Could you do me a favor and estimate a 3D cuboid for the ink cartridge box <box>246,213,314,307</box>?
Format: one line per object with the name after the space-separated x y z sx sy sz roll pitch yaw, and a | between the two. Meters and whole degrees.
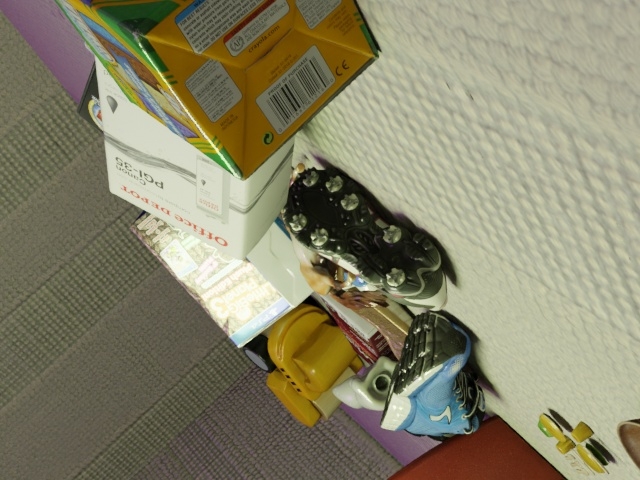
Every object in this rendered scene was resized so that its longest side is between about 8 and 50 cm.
-0.043 0.023 1.691 0.134 0.078 0.231 48 -169 0 | ink cartridge box

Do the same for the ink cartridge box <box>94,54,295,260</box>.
-0.141 -0.130 1.173 0.207 0.117 0.283 28 147 11 | ink cartridge box

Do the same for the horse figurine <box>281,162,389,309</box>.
0.000 0.000 1.459 0.263 0.066 0.174 63 156 8 | horse figurine

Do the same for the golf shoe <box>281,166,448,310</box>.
0.052 0.006 1.292 0.273 0.105 0.120 40 175 37 | golf shoe

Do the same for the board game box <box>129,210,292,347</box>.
-0.170 0.005 1.821 0.291 0.141 0.232 49 -161 -11 | board game box

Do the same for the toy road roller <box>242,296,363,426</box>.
-0.002 0.292 2.356 0.240 0.202 0.329 15 146 52 | toy road roller

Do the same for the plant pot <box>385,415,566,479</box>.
0.278 0.453 1.673 0.267 0.236 0.267 44 170 24 | plant pot

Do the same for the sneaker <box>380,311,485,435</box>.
0.187 0.211 1.515 0.147 0.130 0.330 14 153 2 | sneaker

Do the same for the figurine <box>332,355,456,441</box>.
0.135 0.290 1.783 0.215 0.092 0.209 25 160 -7 | figurine

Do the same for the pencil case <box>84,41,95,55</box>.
-0.224 -0.228 1.470 0.273 0.124 0.113 56 -153 -32 | pencil case

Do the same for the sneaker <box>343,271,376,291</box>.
0.040 0.034 1.563 0.084 0.058 0.152 53 172 -15 | sneaker

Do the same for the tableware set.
0.336 0.265 1.332 0.104 0.024 0.154 49 172 10 | tableware set

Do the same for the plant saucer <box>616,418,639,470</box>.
0.384 0.241 0.995 0.198 0.036 0.198 46 170 11 | plant saucer

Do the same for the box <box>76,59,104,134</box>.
-0.191 -0.155 1.361 0.270 0.060 0.216 39 150 -6 | box

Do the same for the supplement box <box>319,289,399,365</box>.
0.092 0.158 1.783 0.130 0.073 0.239 40 169 33 | supplement box

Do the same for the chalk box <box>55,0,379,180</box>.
-0.122 -0.218 0.920 0.289 0.180 0.179 35 165 44 | chalk box

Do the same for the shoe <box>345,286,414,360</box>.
0.133 0.140 1.618 0.219 0.058 0.076 44 142 -6 | shoe
